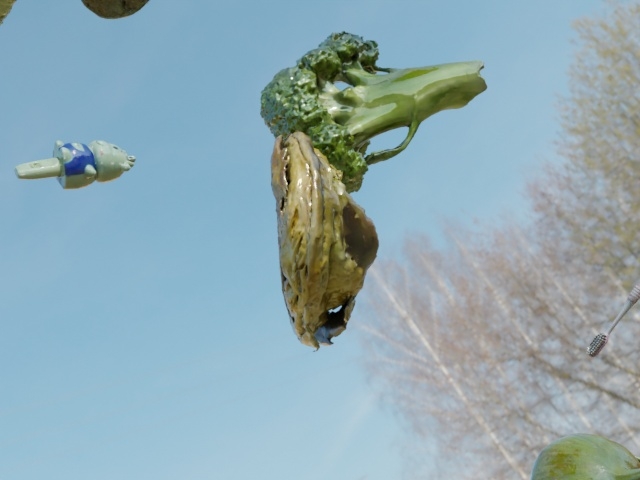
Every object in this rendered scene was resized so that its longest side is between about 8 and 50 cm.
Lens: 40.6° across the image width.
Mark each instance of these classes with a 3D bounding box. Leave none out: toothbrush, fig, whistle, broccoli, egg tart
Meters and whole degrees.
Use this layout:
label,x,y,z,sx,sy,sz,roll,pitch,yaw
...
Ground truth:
label,x,y,z,sx,sy,sz,roll,pitch,yaw
toothbrush,0.176,0.025,0.475,0.097,0.006,0.008,-56,-34,11
fig,0.362,0.288,1.043,0.149,0.149,0.245,-18,-17,-30
whistle,-0.492,-0.156,1.754,0.244,0.110,0.092,-9,-58,-29
broccoli,0.057,-0.199,1.319,0.302,0.254,0.186,-25,-37,-19
egg tart,0.000,0.000,1.113,0.132,0.297,0.297,-5,-31,-9

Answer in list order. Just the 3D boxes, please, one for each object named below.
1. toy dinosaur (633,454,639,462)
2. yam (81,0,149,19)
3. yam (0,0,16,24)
label,x,y,z,sx,sy,sz,roll,pitch,yaw
toy dinosaur,0.464,0.323,1.175,0.029,0.119,0.060,-56,-14,-56
yam,-0.226,-0.331,1.021,0.107,0.183,0.107,1,-54,1
yam,-0.534,-0.389,1.100,0.202,0.201,0.271,-39,-14,30
